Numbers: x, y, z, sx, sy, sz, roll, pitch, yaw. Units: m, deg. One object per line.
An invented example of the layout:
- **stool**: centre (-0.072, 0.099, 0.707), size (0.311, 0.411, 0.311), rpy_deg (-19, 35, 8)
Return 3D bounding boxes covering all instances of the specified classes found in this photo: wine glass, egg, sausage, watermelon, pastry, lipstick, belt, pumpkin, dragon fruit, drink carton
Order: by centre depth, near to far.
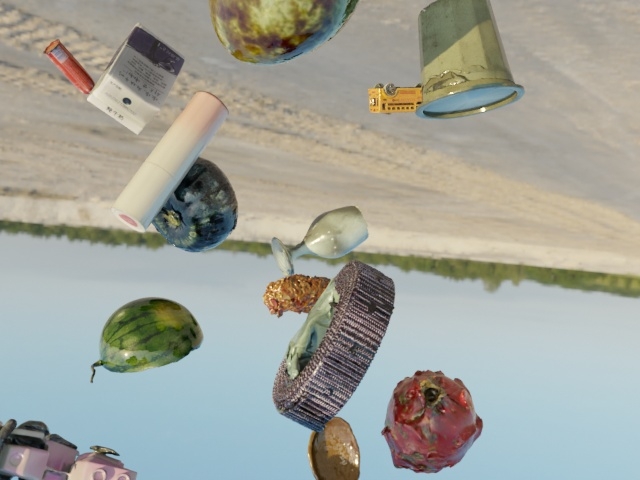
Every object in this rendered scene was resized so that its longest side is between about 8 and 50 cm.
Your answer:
- **egg**: centre (-0.063, -0.406, 1.237), size (0.238, 0.238, 0.289), rpy_deg (6, 140, -48)
- **belt**: centre (0.022, 0.193, 1.485), size (0.122, 0.325, 0.260), rpy_deg (29, 172, -12)
- **dragon fruit**: centre (0.228, 0.361, 1.603), size (0.210, 0.205, 0.268), rpy_deg (0, 141, 6)
- **watermelon**: centre (-0.363, 0.185, 1.611), size (0.232, 0.127, 0.204), rpy_deg (-12, -161, -9)
- **lipstick**: centre (-0.317, -0.171, 1.669), size (0.087, 0.327, 0.087), rpy_deg (28, 159, 12)
- **pastry**: centre (-0.039, 0.113, 1.681), size (0.169, 0.087, 0.063), rpy_deg (-7, 170, -30)
- **drink carton**: centre (-0.399, -0.356, 1.717), size (0.134, 0.222, 0.102), rpy_deg (37, 128, -23)
- **sausage**: centre (-0.543, -0.373, 1.727), size (0.145, 0.048, 0.050), rpy_deg (50, -173, -35)
- **pumpkin**: centre (-0.296, -0.083, 1.804), size (0.233, 0.233, 0.163), rpy_deg (5, -145, 38)
- **wine glass**: centre (0.000, 0.000, 2.019), size (0.241, 0.126, 0.126), rpy_deg (-24, -170, -20)

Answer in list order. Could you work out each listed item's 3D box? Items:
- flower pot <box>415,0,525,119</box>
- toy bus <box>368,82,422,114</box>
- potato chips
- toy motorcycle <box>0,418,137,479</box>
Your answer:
- **flower pot**: centre (0.269, -0.354, 1.524), size (0.212, 0.203, 0.212), rpy_deg (-11, 172, -2)
- **toy bus**: centre (0.196, -0.329, 1.815), size (0.162, 0.074, 0.069), rpy_deg (-5, -170, -20)
- **potato chips**: centre (0.036, 0.594, 2.166), size (0.150, 0.202, 0.049), rpy_deg (-18, 170, -16)
- **toy motorcycle**: centre (-0.449, 0.365, 1.252), size (0.327, 0.143, 0.188), rpy_deg (15, 154, -5)
